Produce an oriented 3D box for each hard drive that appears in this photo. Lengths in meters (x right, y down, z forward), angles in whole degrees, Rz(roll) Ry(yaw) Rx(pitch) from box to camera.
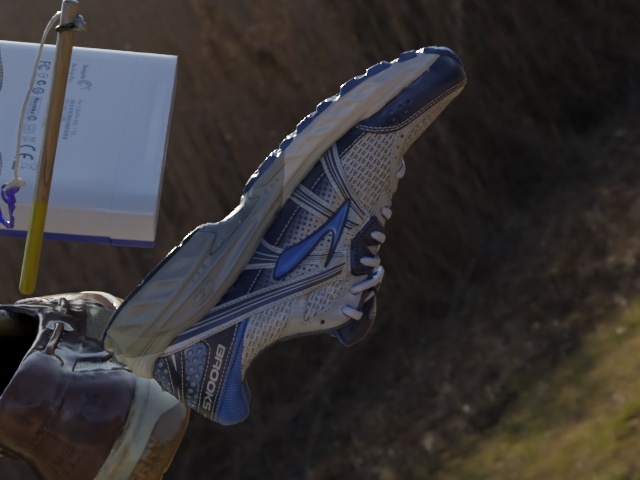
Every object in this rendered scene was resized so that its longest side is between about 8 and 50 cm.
[{"bbox_3d":[-0.269,-0.081,1.143,0.319,0.040,0.210,5,37,-3],"label":"hard drive"}]

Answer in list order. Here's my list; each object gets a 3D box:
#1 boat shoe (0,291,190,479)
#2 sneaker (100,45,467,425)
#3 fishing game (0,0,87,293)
[{"bbox_3d":[-0.183,0.080,0.981,0.123,0.123,0.342,-62,20,0],"label":"boat shoe"},{"bbox_3d":[0.000,0.000,0.478,0.135,0.058,0.052,-46,1,2],"label":"sneaker"},{"bbox_3d":[-0.219,-0.072,0.765,0.264,0.189,0.041,30,23,34],"label":"fishing game"}]
